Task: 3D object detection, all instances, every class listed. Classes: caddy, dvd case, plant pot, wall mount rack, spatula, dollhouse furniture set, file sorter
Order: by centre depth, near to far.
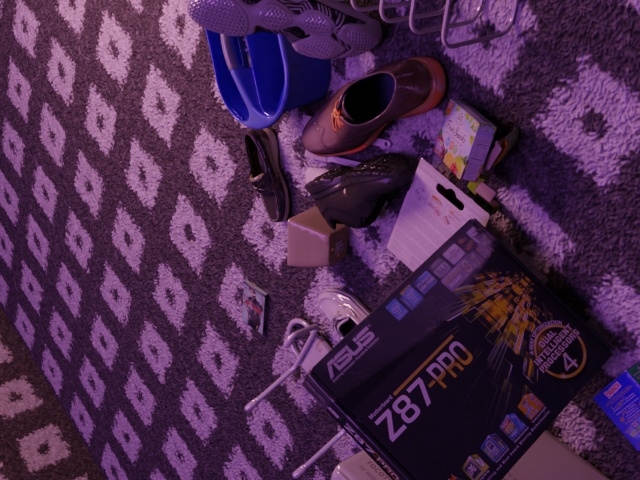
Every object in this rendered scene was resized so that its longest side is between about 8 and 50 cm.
[{"bbox_3d":[0.165,-0.440,1.325,0.278,0.193,0.173,34,131,37],"label":"file sorter"},{"bbox_3d":[0.301,-0.111,1.393,0.058,0.076,0.151,41,135,15],"label":"dollhouse furniture set"},{"bbox_3d":[-0.125,-0.401,1.684,0.241,0.179,0.341,-1,104,50],"label":"caddy"},{"bbox_3d":[0.052,-0.159,1.704,0.242,0.019,0.168,20,117,40],"label":"spatula"},{"bbox_3d":[0.000,0.000,1.761,0.096,0.109,0.109,15,116,32],"label":"plant pot"},{"bbox_3d":[-0.027,0.366,1.909,0.350,0.130,0.304,50,136,25],"label":"wall mount rack"},{"bbox_3d":[-0.165,0.168,2.083,0.087,0.013,0.119,31,125,39],"label":"dvd case"}]

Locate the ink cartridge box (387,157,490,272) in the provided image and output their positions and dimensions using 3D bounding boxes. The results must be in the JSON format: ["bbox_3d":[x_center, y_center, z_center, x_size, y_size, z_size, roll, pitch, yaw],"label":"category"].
[{"bbox_3d":[0.225,-0.019,1.519,0.181,0.056,0.224,45,136,30],"label":"ink cartridge box"}]

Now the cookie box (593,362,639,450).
[{"bbox_3d":[0.507,0.265,1.321,0.107,0.040,0.092,53,137,21],"label":"cookie box"}]

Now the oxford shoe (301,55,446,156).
[{"bbox_3d":[0.061,-0.248,1.554,0.364,0.133,0.130,-26,80,48],"label":"oxford shoe"}]

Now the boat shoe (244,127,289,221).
[{"bbox_3d":[-0.129,-0.145,1.869,0.080,0.073,0.223,2,106,49],"label":"boat shoe"}]

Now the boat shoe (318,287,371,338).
[{"bbox_3d":[0.061,0.170,1.771,0.226,0.076,0.083,28,124,40],"label":"boat shoe"}]

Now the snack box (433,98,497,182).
[{"bbox_3d":[0.241,-0.171,1.398,0.141,0.037,0.100,-115,39,-62],"label":"snack box"}]

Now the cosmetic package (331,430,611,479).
[{"bbox_3d":[0.243,0.525,1.450,0.327,0.394,0.329,36,129,35],"label":"cosmetic package"}]

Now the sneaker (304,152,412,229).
[{"bbox_3d":[0.088,-0.090,1.614,0.286,0.109,0.130,-9,106,59],"label":"sneaker"}]

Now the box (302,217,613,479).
[{"bbox_3d":[0.220,0.203,1.314,0.318,0.395,0.097,45,160,13],"label":"box"}]

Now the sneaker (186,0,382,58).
[{"bbox_3d":[-0.054,-0.465,1.496,0.137,0.366,0.210,149,126,-64],"label":"sneaker"}]
